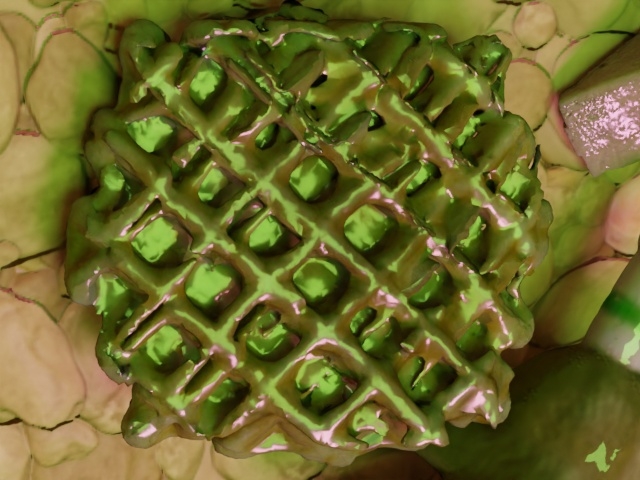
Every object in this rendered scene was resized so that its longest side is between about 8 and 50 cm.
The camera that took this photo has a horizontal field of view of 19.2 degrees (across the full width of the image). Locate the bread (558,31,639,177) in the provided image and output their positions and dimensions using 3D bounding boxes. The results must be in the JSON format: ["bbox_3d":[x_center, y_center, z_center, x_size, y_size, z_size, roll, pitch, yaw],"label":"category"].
[{"bbox_3d":[0.242,-0.120,1.319,0.152,0.105,0.077,-18,123,17],"label":"bread"}]

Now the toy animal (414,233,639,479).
[{"bbox_3d":[0.150,0.157,1.314,0.363,0.180,0.181,-58,133,-22],"label":"toy animal"}]

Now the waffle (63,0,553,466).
[{"bbox_3d":[0.000,0.000,1.180,0.317,0.073,0.297,0,99,-13],"label":"waffle"}]
